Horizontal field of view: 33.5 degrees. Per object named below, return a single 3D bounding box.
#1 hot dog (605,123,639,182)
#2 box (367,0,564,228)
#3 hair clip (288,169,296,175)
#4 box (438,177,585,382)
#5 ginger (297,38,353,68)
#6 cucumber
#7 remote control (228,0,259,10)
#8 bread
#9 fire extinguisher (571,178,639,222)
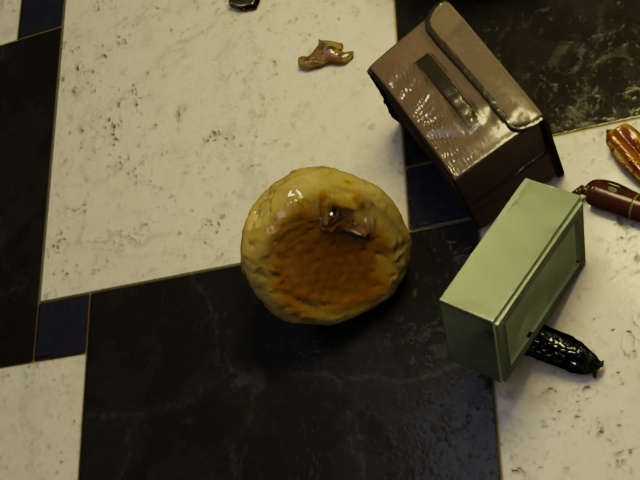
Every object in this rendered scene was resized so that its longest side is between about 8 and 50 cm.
[{"bbox_3d":[0.429,-0.108,1.437,0.049,0.037,0.122,-28,64,-1],"label":"hot dog"},{"bbox_3d":[0.200,-0.171,1.486,0.153,0.188,0.252,-36,61,5],"label":"box"},{"bbox_3d":[-0.006,-0.046,1.617,0.123,0.102,0.138,-48,25,-2],"label":"hair clip"},{"bbox_3d":[0.249,0.049,1.355,0.086,0.129,0.225,23,59,31],"label":"box"},{"bbox_3d":[0.007,-0.306,1.719,0.097,0.030,0.048,-5,68,22],"label":"ginger"},{"bbox_3d":[0.284,0.131,1.397,0.181,0.053,0.053,19,78,27],"label":"cucumber"},{"bbox_3d":[-0.108,-0.496,1.856,0.059,0.028,0.212,10,74,24],"label":"remote control"},{"bbox_3d":[0.000,0.000,1.489,0.244,0.244,0.134,-36,28,7],"label":"bread"},{"bbox_3d":[0.401,-0.054,1.423,0.132,0.039,0.056,24,58,31],"label":"fire extinguisher"}]
